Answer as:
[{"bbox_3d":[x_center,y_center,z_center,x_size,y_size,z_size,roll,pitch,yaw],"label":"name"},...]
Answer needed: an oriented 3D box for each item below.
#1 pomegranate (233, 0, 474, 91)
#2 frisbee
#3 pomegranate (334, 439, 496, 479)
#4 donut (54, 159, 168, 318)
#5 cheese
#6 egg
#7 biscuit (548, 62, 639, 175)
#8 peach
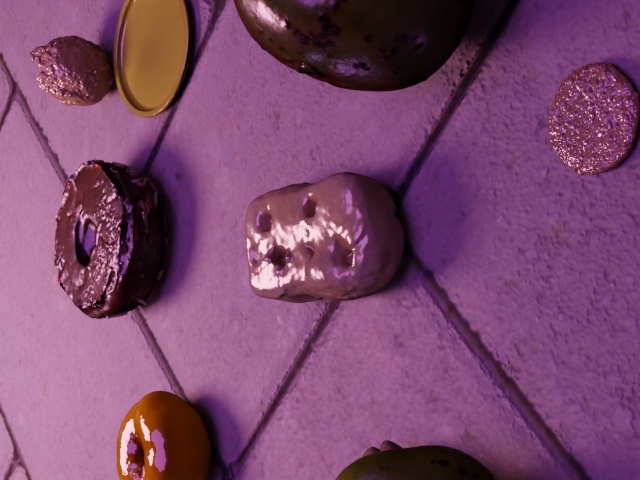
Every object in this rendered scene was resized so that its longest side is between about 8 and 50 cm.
[{"bbox_3d":[0.054,-0.326,1.386,0.291,0.290,0.323,49,116,40],"label":"pomegranate"},{"bbox_3d":[-0.270,-0.314,1.985,0.236,0.017,0.236,-2,87,51],"label":"frisbee"},{"bbox_3d":[0.104,0.319,1.364,0.302,0.236,0.236,-99,23,-72],"label":"pomegranate"},{"bbox_3d":[-0.340,-0.001,1.996,0.269,0.103,0.270,-8,80,52],"label":"donut"},{"bbox_3d":[-0.001,0.000,1.578,0.263,0.093,0.159,-9,83,50],"label":"cheese"},{"bbox_3d":[-0.416,-0.287,2.088,0.140,0.118,0.116,34,121,11],"label":"egg"},{"bbox_3d":[0.283,-0.126,1.284,0.120,0.015,0.120,-1,89,52],"label":"biscuit"},{"bbox_3d":[-0.239,0.314,1.856,0.179,0.103,0.179,2,92,49],"label":"peach"}]
